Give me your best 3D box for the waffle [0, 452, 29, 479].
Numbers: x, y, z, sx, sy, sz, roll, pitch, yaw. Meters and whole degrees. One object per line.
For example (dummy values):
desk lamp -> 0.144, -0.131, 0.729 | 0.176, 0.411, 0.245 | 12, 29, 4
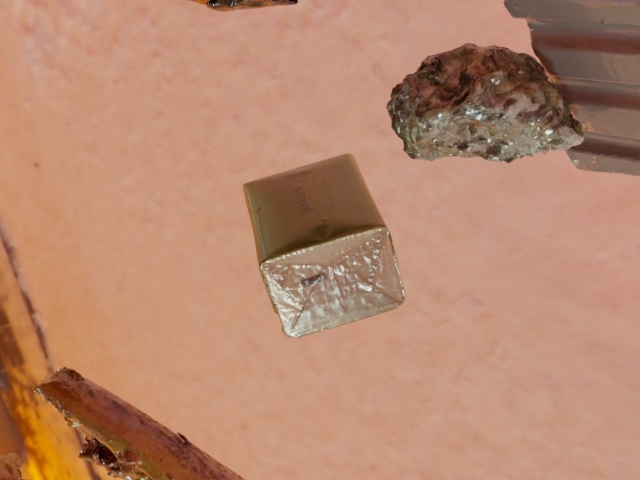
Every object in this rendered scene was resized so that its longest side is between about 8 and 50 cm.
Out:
waffle -> -0.348, 0.213, 0.809 | 0.160, 0.192, 0.046 | 56, 180, -36

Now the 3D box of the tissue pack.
tissue pack -> 0.000, 0.000, 1.583 | 0.274, 0.200, 0.167 | -108, 1, -61

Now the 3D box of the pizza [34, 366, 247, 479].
pizza -> -0.181, 0.245, 1.070 | 0.305, 0.085, 0.161 | 36, 164, -9

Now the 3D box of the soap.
soap -> 0.522, -0.264, 1.348 | 0.435, 0.213, 0.350 | 16, 145, 46

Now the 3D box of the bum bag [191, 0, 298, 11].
bum bag -> -0.156, -0.386, 1.514 | 0.248, 0.102, 0.069 | 6, 119, 9

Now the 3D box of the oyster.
oyster -> 0.235, -0.188, 1.414 | 0.112, 0.268, 0.198 | -90, -15, -51
